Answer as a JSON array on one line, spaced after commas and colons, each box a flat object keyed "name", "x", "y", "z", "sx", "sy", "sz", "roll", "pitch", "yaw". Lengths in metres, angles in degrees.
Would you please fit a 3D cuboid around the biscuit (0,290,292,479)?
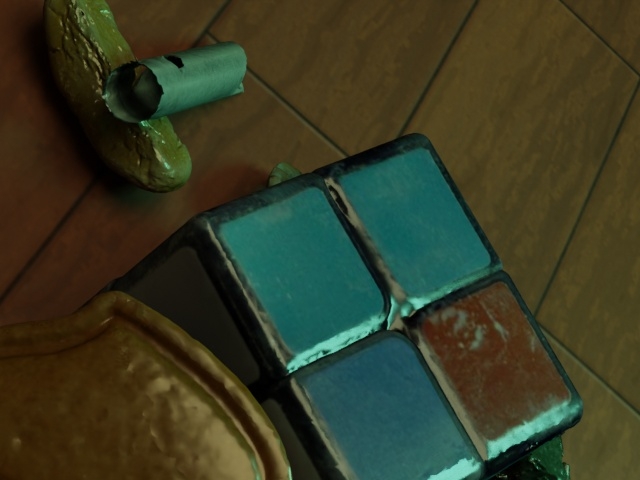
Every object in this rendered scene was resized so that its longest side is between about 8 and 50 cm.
[{"name": "biscuit", "x": -0.208, "y": 0.260, "z": 1.363, "sx": 0.349, "sy": 0.078, "sz": 0.455, "roll": 16, "pitch": 78, "yaw": -2}]

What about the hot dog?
[{"name": "hot dog", "x": -0.215, "y": -0.148, "z": 1.771, "sx": 0.242, "sy": 0.073, "sz": 0.084, "roll": 61, "pitch": 13, "yaw": 6}]

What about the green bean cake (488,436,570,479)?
[{"name": "green bean cake", "x": 0.153, "y": 0.182, "z": 1.814, "sx": 0.208, "sy": 0.107, "sz": 0.193, "roll": 19, "pitch": 54, "yaw": -51}]

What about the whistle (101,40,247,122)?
[{"name": "whistle", "x": -0.136, "y": -0.164, "z": 1.791, "sx": 0.062, "sy": 0.062, "sz": 0.312, "roll": 53, "pitch": 18, "yaw": 1}]

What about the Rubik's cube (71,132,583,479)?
[{"name": "Rubik's cube", "x": -0.015, "y": 0.129, "z": 1.599, "sx": 0.318, "sy": 0.313, "sz": 0.316, "roll": -23, "pitch": 79, "yaw": -44}]

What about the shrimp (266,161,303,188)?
[{"name": "shrimp", "x": -0.003, "y": 0.001, "z": 1.872, "sx": 0.195, "sy": 0.035, "sz": 0.148, "roll": 61, "pitch": 16, "yaw": -22}]
